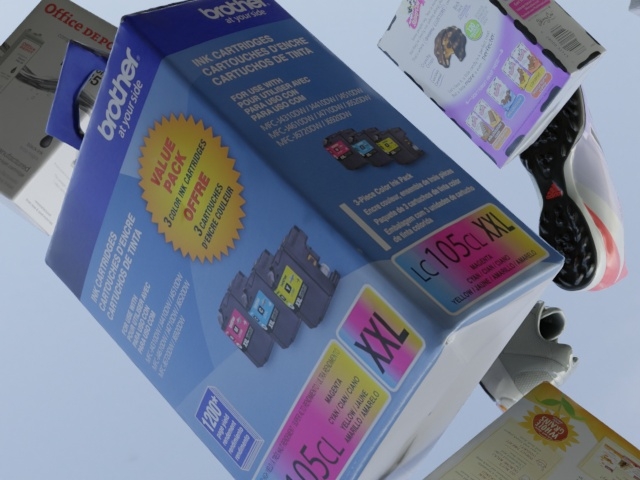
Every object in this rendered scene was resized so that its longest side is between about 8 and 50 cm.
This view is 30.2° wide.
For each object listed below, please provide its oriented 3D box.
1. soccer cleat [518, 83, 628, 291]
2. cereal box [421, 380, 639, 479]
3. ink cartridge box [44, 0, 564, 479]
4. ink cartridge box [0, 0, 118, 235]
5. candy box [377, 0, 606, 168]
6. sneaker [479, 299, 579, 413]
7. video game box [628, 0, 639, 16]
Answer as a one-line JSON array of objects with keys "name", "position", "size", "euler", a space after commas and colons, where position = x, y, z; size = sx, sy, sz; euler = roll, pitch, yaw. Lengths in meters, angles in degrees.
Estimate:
[{"name": "soccer cleat", "position": [0.344, -0.088, 1.601], "size": [0.116, 0.318, 0.108], "euler": [1, 167, -44]}, {"name": "cereal box", "position": [0.170, 0.219, 0.899], "size": [0.173, 0.047, 0.240], "euler": [38, -138, 24]}, {"name": "ink cartridge box", "position": [-0.053, -0.003, 0.910], "size": [0.151, 0.270, 0.395], "euler": [-23, -120, -43]}, {"name": "ink cartridge box", "position": [-0.375, -0.182, 1.646], "size": [0.207, 0.117, 0.283], "euler": [32, -103, 26]}, {"name": "candy box", "position": [0.172, -0.201, 1.237], "size": [0.070, 0.165, 0.196], "euler": [-36, -103, -34]}, {"name": "sneaker", "position": [0.224, 0.101, 1.396], "size": [0.121, 0.099, 0.262], "euler": [-34, -145, 8]}, {"name": "video game box", "position": [0.469, -0.366, 1.401], "size": [0.048, 0.205, 0.187], "euler": [19, 176, -28]}]
